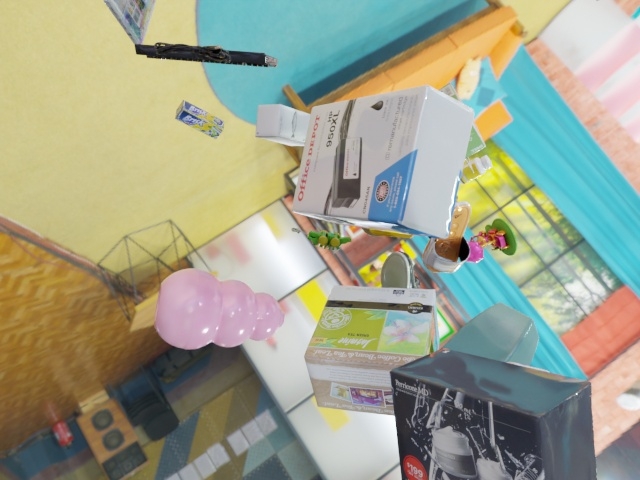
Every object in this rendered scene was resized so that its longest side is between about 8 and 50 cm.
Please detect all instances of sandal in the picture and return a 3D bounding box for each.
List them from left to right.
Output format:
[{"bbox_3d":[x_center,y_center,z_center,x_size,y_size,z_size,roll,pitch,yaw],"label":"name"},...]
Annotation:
[{"bbox_3d":[0.312,0.018,1.191,0.101,0.076,0.265,-12,143,-6],"label":"sandal"}]

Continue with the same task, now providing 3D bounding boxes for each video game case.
[{"bbox_3d":[-0.451,-0.572,1.178,0.019,0.157,0.143,1,157,12],"label":"video game case"}]

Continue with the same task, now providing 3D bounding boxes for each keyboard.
[{"bbox_3d":[-0.264,-0.411,1.102,0.201,0.317,0.033,-40,137,-71],"label":"keyboard"}]

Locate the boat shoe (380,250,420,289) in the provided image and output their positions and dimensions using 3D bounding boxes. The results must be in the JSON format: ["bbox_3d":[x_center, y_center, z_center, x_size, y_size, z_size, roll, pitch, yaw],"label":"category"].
[{"bbox_3d":[0.285,0.165,1.678,0.113,0.127,0.340,-24,126,-28],"label":"boat shoe"}]

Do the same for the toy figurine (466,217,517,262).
[{"bbox_3d":[0.517,0.011,1.601,0.159,0.130,0.173,-20,-167,-9],"label":"toy figurine"}]

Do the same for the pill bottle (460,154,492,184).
[{"bbox_3d":[0.528,-0.246,1.706,0.116,0.065,0.065,-28,173,33],"label":"pill bottle"}]

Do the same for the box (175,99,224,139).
[{"bbox_3d":[-0.437,-0.437,1.793,0.168,0.054,0.059,22,136,-34],"label":"box"}]

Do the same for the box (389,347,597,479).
[{"bbox_3d":[0.324,0.409,0.958,0.178,0.313,0.343,-9,-175,-36],"label":"box"}]

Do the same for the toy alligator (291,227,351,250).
[{"bbox_3d":[0.000,0.000,1.524,0.056,0.189,0.051,-83,-178,-67],"label":"toy alligator"}]

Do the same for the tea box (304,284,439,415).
[{"bbox_3d":[0.167,0.315,1.454,0.328,0.220,0.324,0,-146,19],"label":"tea box"}]

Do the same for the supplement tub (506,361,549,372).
[{"bbox_3d":[0.469,0.320,1.123,0.107,0.071,0.071,18,142,-19],"label":"supplement tub"}]

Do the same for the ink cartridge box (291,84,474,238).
[{"bbox_3d":[0.124,-0.174,1.155,0.166,0.286,0.394,13,178,-37],"label":"ink cartridge box"}]

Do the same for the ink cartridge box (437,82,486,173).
[{"bbox_3d":[0.359,-0.283,1.250,0.062,0.209,0.109,-29,-145,23],"label":"ink cartridge box"}]

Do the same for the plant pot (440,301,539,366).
[{"bbox_3d":[0.460,0.296,1.310,0.234,0.165,0.166,-46,132,-12],"label":"plant pot"}]

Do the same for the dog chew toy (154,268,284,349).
[{"bbox_3d":[-0.257,0.187,1.299,0.331,0.207,0.207,9,148,-20],"label":"dog chew toy"}]

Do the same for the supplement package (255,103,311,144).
[{"bbox_3d":[-0.115,-0.378,1.636,0.105,0.105,0.179,10,-175,39],"label":"supplement package"}]

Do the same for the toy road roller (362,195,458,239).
[{"bbox_3d":[0.291,-0.143,1.645,0.329,0.241,0.202,2,-160,-5],"label":"toy road roller"}]
